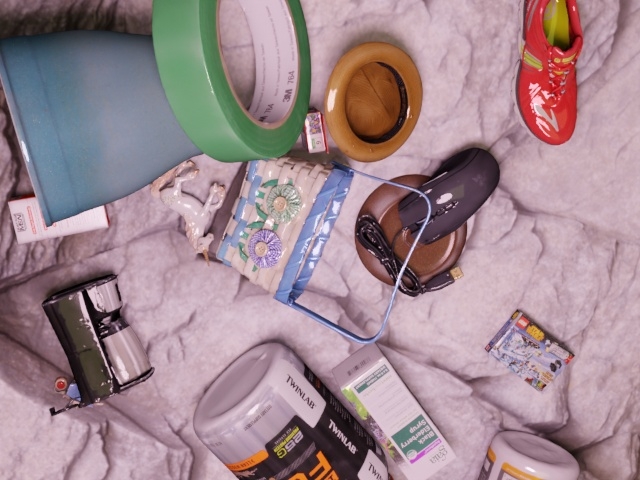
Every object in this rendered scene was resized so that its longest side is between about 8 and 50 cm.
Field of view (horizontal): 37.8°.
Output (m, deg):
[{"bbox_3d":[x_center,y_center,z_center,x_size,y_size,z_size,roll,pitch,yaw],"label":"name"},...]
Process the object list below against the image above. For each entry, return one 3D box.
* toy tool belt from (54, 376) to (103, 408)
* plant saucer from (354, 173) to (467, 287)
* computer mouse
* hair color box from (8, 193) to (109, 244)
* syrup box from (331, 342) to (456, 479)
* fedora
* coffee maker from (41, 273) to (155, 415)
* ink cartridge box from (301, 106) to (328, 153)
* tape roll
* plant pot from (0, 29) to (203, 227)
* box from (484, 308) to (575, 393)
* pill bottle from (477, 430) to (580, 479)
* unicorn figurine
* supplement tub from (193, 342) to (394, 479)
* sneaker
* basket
[{"bbox_3d":[-0.395,0.249,1.528,0.083,0.051,0.052,19,100,-13],"label":"toy tool belt"},{"bbox_3d":[0.157,-0.011,1.569,0.198,0.036,0.199,-2,105,-9],"label":"plant saucer"},{"bbox_3d":[0.205,-0.018,1.524,0.262,0.060,0.184,-33,106,0],"label":"computer mouse"},{"bbox_3d":[-0.407,-0.044,1.459,0.141,0.043,0.072,-11,105,-8],"label":"hair color box"},{"bbox_3d":[0.127,0.298,1.607,0.093,0.096,0.237,-36,106,0],"label":"syrup box"},{"bbox_3d":[0.070,-0.221,1.467,0.194,0.079,0.194,-13,116,-29],"label":"fedora"},{"bbox_3d":[-0.368,0.160,1.462,0.171,0.120,0.178,-26,96,-30],"label":"coffee maker"},{"bbox_3d":[-0.012,-0.171,1.458,0.029,0.115,0.063,-10,105,-6],"label":"ink cartridge box"},{"bbox_3d":[-0.115,-0.272,1.316,0.077,0.321,0.321,-3,107,26],"label":"tape roll"},{"bbox_3d":[-0.306,-0.182,1.339,0.255,0.271,0.272,-16,106,-14],"label":"plant pot"},{"bbox_3d":[0.372,0.198,1.660,0.137,0.027,0.094,38,96,-16],"label":"box"},{"bbox_3d":[0.342,0.495,1.659,0.162,0.162,0.279,14,102,-13],"label":"pill bottle"},{"bbox_3d":[-0.202,-0.053,1.491,0.162,0.060,0.111,38,95,0],"label":"unicorn figurine"},{"bbox_3d":[-0.031,0.348,1.535,0.207,0.207,0.338,-41,106,2],"label":"supplement tub"},{"bbox_3d":[0.370,-0.285,1.495,0.107,0.118,0.279,-10,105,-7],"label":"sneaker"},{"bbox_3d":[0.000,0.000,1.447,0.288,0.201,0.255,21,99,3],"label":"basket"}]
